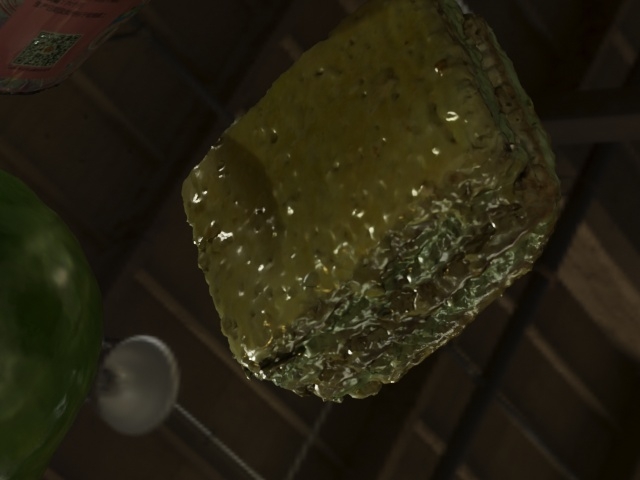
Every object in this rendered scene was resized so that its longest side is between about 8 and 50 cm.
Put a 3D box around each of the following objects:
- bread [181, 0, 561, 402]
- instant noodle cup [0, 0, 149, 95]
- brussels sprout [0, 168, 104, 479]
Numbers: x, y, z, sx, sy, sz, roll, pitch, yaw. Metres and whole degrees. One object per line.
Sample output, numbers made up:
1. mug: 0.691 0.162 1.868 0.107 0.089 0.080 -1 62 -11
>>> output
1. bread: 0.029 -0.021 0.713 0.102 0.196 0.138 14 -138 -41
2. instant noodle cup: -0.130 -0.217 0.698 0.243 0.231 0.243 33 -146 -26
3. brussels sprout: -0.238 0.055 0.809 0.244 0.244 0.244 0 -90 -41
